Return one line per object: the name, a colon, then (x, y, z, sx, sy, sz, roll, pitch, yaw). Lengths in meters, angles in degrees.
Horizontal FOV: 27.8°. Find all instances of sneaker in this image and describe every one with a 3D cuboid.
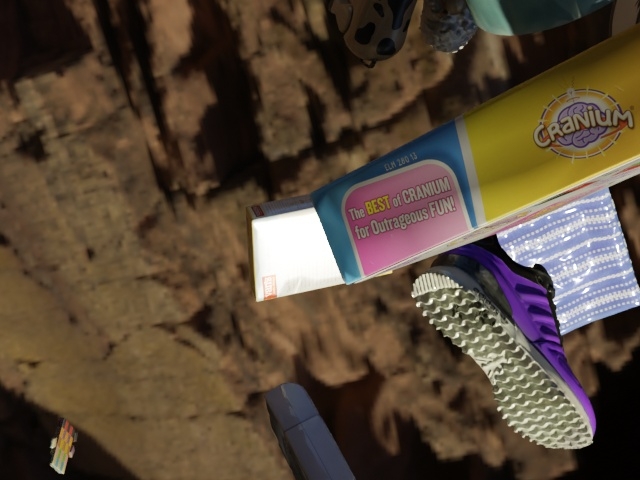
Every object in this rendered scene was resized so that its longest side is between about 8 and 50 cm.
sneaker: (0.237, 0.102, 1.472, 0.293, 0.102, 0.146, 52, 49, -18)

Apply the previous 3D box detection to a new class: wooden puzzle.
wooden puzzle: (-0.270, 0.214, 1.349, 0.083, 0.006, 0.049, 82, 18, -67)

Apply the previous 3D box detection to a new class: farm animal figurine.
farm animal figurine: (0.083, -0.387, 1.818, 0.172, 0.331, 0.326, -112, -162, -49)

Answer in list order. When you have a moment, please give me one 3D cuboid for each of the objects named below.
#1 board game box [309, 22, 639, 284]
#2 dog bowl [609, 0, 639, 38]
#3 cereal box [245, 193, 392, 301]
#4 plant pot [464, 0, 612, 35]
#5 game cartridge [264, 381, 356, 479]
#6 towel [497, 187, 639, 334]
board game box: (0.184, -0.075, 0.789, 0.242, 0.317, 0.064, -17, 83, -51)
dog bowl: (0.651, -0.308, 1.946, 0.150, 0.408, 0.407, -75, 148, -70)
cereal box: (0.000, 0.000, 2.104, 0.047, 0.240, 0.173, -116, -159, -49)
plant pot: (0.255, -0.428, 1.529, 0.235, 0.293, 0.293, 53, 28, -30)
game cartridge: (0.020, 0.322, 1.579, 0.297, 0.062, 0.198, 60, -14, 22)
towel: (0.293, 0.012, 1.745, 0.040, 0.243, 0.336, -110, 175, -54)
